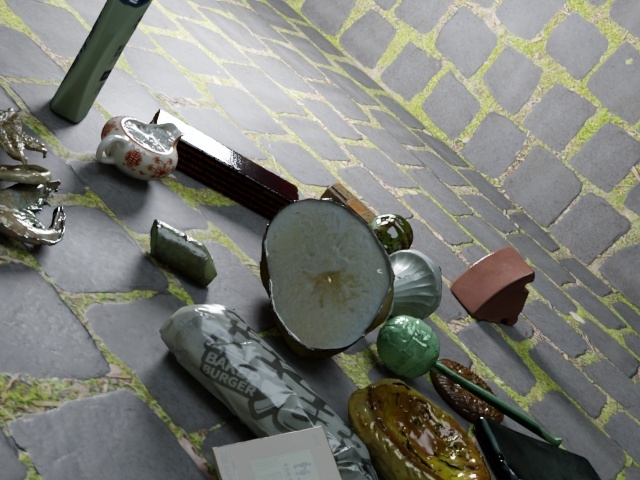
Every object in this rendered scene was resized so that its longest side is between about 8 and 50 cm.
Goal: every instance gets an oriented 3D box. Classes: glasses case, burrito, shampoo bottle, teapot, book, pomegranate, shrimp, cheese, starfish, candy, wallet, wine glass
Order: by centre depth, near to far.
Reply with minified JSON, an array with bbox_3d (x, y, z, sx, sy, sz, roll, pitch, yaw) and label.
[{"bbox_3d":[-0.055,0.324,1.207,0.172,0.012,0.118,-5,56,-26],"label":"book"},{"bbox_3d":[-0.057,0.258,1.339,0.445,0.101,0.139,41,24,13],"label":"burrito"},{"bbox_3d":[-0.458,-0.048,1.424,0.126,0.047,0.223,37,21,-5],"label":"shrimp"},{"bbox_3d":[-0.584,-0.207,1.529,0.231,0.048,0.295,19,19,-26],"label":"starfish"},{"bbox_3d":[-0.367,-0.182,1.746,0.159,0.116,0.245,51,20,2],"label":"teapot"},{"bbox_3d":[-0.425,-0.399,1.751,0.078,0.359,0.134,31,23,-16],"label":"shampoo bottle"},{"bbox_3d":[0.301,0.297,1.767,0.440,0.119,0.119,34,22,-7],"label":"candy"},{"bbox_3d":[0.457,0.463,1.770,0.318,0.045,0.172,23,22,-29],"label":"wallet"},{"bbox_3d":[0.153,0.108,1.882,0.165,0.165,0.196,45,28,21],"label":"wine glass"},{"bbox_3d":[0.179,0.010,2.149,0.163,0.125,0.138,40,34,2],"label":"pomegranate"},{"bbox_3d":[0.104,-0.062,2.282,0.218,0.049,0.075,43,22,15],"label":"glasses case"},{"bbox_3d":[0.480,0.117,2.317,0.203,0.177,0.128,15,31,-43],"label":"cheese"}]

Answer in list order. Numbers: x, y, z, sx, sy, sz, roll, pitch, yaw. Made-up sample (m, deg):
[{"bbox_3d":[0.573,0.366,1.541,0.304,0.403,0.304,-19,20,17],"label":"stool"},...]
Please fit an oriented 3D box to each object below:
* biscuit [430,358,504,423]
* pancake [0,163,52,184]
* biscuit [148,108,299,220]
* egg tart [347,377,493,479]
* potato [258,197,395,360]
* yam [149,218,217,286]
[{"bbox_3d":[0.312,0.319,1.863,0.188,0.027,0.188,31,23,-15],"label":"biscuit"},{"bbox_3d":[-0.506,-0.111,1.431,0.139,0.022,0.139,6,11,-1],"label":"pancake"},{"bbox_3d":[-0.216,-0.160,1.974,0.388,0.073,0.107,29,24,-19],"label":"biscuit"},{"bbox_3d":[0.153,0.354,1.443,0.290,0.115,0.290,33,20,-14],"label":"egg tart"},{"bbox_3d":[0.014,0.088,1.664,0.196,0.246,0.299,78,0,-66],"label":"potato"},{"bbox_3d":[-0.244,0.021,1.572,0.146,0.070,0.070,29,23,-14],"label":"yam"}]
